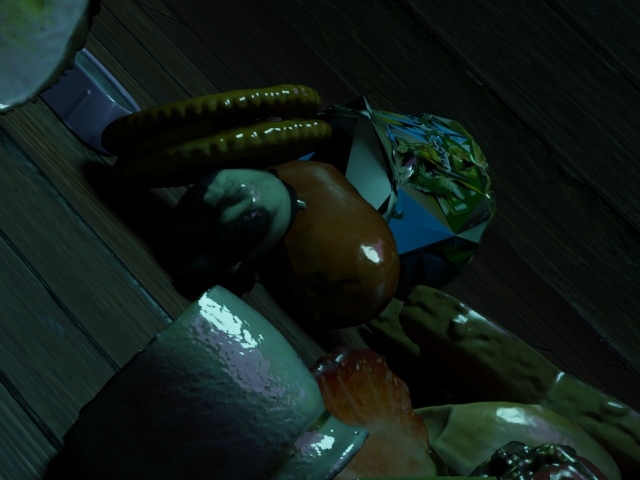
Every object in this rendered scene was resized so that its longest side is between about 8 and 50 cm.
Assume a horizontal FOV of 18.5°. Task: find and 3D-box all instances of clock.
[{"bbox_3d":[-0.237,-0.151,1.956,0.152,0.050,0.110,47,10,21],"label":"clock"}]

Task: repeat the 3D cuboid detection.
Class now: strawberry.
[{"bbox_3d":[-0.002,0.163,1.449,0.236,0.107,0.175,45,41,-34],"label":"strawberry"}]

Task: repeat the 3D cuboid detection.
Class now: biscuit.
[{"bbox_3d":[0.215,0.174,2.049,0.368,0.076,0.394,33,-7,-4],"label":"biscuit"},{"bbox_3d":[-0.098,-0.096,1.845,0.220,0.220,0.066,-2,80,-77],"label":"biscuit"}]

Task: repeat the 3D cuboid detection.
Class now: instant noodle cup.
[{"bbox_3d":[0.062,-0.054,2.298,0.178,0.240,0.240,13,31,-54],"label":"instant noodle cup"}]

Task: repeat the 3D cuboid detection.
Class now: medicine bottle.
[{"bbox_3d":[-0.063,0.122,1.204,0.143,0.147,0.147,45,10,1],"label":"medicine bottle"}]

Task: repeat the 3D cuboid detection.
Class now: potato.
[{"bbox_3d":[-0.329,-0.263,1.707,0.229,0.229,0.266,35,-2,-42],"label":"potato"}]

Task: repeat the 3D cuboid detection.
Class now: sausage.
[{"bbox_3d":[0.003,0.000,2.048,0.133,0.133,0.258,37,9,-33],"label":"sausage"}]

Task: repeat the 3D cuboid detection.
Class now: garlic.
[{"bbox_3d":[0.202,0.230,1.870,0.196,0.151,0.338,38,3,25],"label":"garlic"}]

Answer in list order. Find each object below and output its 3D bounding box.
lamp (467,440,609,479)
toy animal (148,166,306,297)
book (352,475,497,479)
[{"bbox_3d":[0.210,0.288,1.558,0.274,0.177,0.177,46,10,12],"label":"lamp"},{"bbox_3d":[-0.077,-0.017,1.823,0.094,0.121,0.225,48,11,12],"label":"toy animal"},{"bbox_3d":[0.102,0.275,1.318,0.239,0.035,0.352,70,16,13],"label":"book"}]
